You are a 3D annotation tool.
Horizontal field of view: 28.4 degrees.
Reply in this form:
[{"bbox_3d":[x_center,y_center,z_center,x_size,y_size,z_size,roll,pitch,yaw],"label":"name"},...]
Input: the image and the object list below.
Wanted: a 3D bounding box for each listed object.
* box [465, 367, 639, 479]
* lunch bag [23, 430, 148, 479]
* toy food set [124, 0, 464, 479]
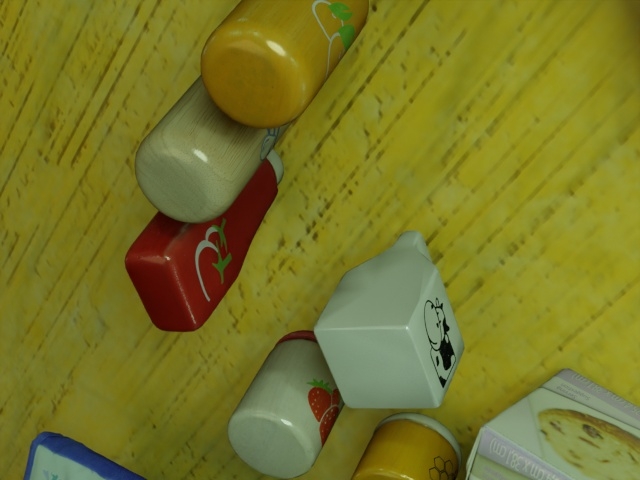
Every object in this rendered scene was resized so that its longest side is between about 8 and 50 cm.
[{"bbox_3d":[0.190,0.148,0.399,0.324,0.067,0.063,30,126,31],"label":"box"},{"bbox_3d":[-0.087,0.176,0.640,0.129,0.096,0.151,17,128,37],"label":"lunch bag"},{"bbox_3d":[0.000,0.000,0.507,0.111,0.104,0.232,-5,124,29],"label":"toy food set"}]
